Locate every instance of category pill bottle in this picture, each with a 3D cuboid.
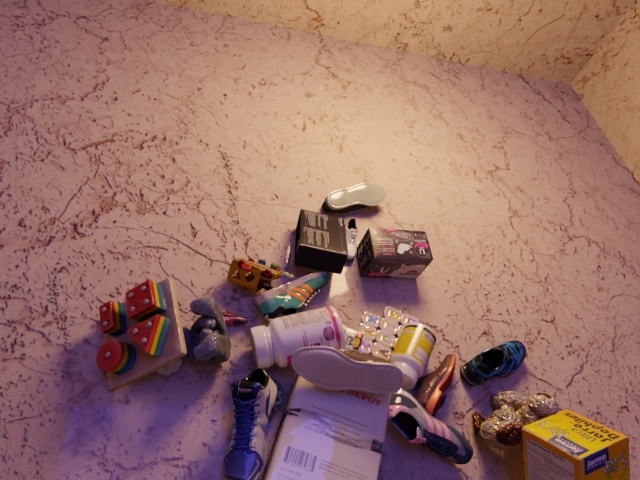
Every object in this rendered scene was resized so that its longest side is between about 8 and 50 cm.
[{"bbox_3d":[0.307,0.391,1.574,0.119,0.119,0.208,31,50,7],"label":"pill bottle"},{"bbox_3d":[-0.077,0.319,1.499,0.284,0.160,0.160,-11,57,-15],"label":"pill bottle"}]

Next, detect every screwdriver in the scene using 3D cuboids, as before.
[{"bbox_3d":[0.440,0.526,1.600,0.024,0.025,0.170,43,53,17],"label":"screwdriver"}]

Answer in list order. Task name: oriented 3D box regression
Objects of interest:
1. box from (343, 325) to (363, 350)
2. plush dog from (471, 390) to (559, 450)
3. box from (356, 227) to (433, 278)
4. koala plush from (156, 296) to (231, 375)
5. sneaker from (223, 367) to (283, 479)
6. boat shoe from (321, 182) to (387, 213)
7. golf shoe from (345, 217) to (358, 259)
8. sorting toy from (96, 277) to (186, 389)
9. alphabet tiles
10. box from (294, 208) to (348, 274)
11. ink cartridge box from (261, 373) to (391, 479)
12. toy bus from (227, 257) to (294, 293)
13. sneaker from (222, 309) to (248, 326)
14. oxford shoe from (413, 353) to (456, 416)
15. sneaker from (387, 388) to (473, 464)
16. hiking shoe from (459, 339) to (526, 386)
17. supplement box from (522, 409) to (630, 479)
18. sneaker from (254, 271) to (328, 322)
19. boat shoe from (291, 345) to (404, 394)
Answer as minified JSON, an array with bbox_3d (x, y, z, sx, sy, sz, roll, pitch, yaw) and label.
[{"bbox_3d":[0.085,0.366,1.601,0.094,0.027,0.137,20,49,9],"label":"box"},{"bbox_3d":[0.617,0.604,1.486,0.226,0.262,0.210,-5,77,-15],"label":"plush dog"},{"bbox_3d":[0.288,0.057,1.832,0.248,0.163,0.142,4,55,-15],"label":"box"},{"bbox_3d":[-0.403,0.312,1.423,0.222,0.203,0.196,-15,57,-2],"label":"koala plush"},{"bbox_3d":[-0.207,0.491,1.297,0.128,0.182,0.315,-2,43,17],"label":"sneaker"},{"bbox_3d":[0.146,-0.181,2.021,0.303,0.091,0.114,-6,75,-25],"label":"boat shoe"},{"bbox_3d":[0.118,-0.008,1.879,0.068,0.086,0.185,9,52,-13],"label":"golf shoe"},{"bbox_3d":[-0.544,0.262,1.356,0.257,0.089,0.255,-28,58,9],"label":"sorting toy"},{"bbox_3d":[0.264,0.371,1.669,0.278,0.021,0.284,25,49,2],"label":"alphabet tiles"},{"bbox_3d":[0.000,0.000,1.779,0.185,0.103,0.261,10,32,-7],"label":"box"},{"bbox_3d":[0.015,0.590,1.318,0.286,0.166,0.394,22,49,-1],"label":"ink cartridge box"},{"bbox_3d":[-0.224,0.131,1.627,0.191,0.104,0.202,14,7,-32],"label":"toy bus"},{"bbox_3d":[-0.305,0.257,1.563,0.120,0.047,0.057,6,40,-15],"label":"sneaker"},{"bbox_3d":[0.387,0.473,1.577,0.099,0.096,0.271,17,38,29],"label":"oxford shoe"},{"bbox_3d":[0.323,0.599,1.417,0.319,0.112,0.131,35,24,5],"label":"sneaker"},{"bbox_3d":[0.653,0.433,1.671,0.304,0.132,0.113,-18,60,-29],"label":"hiking shoe"},{"bbox_3d":[0.728,0.708,1.319,0.196,0.194,0.355,-9,98,-24],"label":"supplement box"},{"bbox_3d":[-0.082,0.206,1.643,0.302,0.108,0.120,-20,77,-33],"label":"sneaker"},{"bbox_3d":[0.074,0.370,1.345,0.325,0.097,0.116,11,89,-5],"label":"boat shoe"}]
